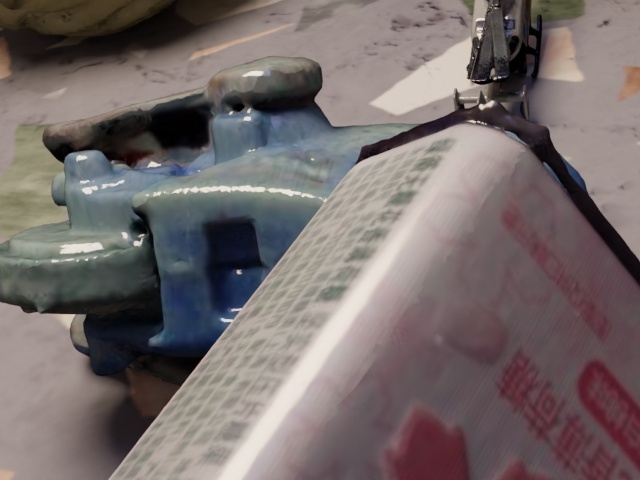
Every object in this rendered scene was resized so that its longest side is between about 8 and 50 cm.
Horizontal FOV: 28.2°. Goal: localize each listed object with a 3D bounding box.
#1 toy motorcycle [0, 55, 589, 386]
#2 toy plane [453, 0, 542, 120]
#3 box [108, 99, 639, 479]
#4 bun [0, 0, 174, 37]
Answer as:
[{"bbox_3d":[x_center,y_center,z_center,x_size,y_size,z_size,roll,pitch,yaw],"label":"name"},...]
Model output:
[{"bbox_3d":[-0.003,-0.023,0.665,0.319,0.182,0.241,-1,37,20],"label":"toy motorcycle"},{"bbox_3d":[0.120,-0.136,0.872,0.053,0.078,0.197,1,52,16],"label":"toy plane"},{"bbox_3d":[0.002,0.141,0.398,0.112,0.190,0.370,-16,30,51],"label":"box"},{"bbox_3d":[-0.191,-0.304,1.088,0.326,0.235,0.362,-5,20,2],"label":"bun"}]
